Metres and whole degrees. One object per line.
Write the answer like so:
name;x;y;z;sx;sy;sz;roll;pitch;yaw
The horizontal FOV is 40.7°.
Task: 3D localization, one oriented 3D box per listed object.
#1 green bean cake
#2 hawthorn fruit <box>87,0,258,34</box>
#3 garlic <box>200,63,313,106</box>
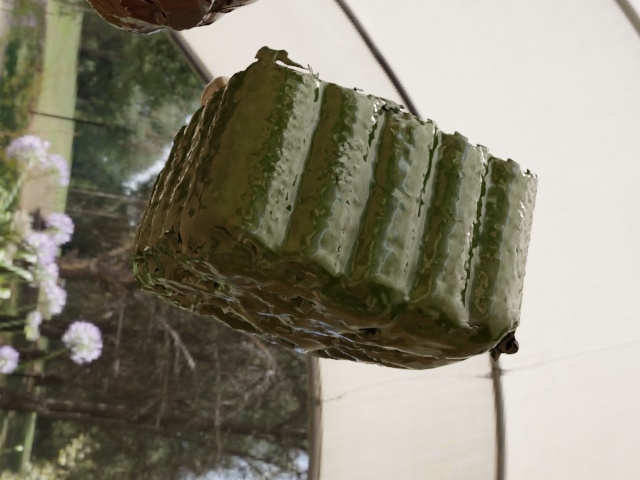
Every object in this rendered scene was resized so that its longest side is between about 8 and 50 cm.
green bean cake;0.000;0.000;0.645;0.250;0.247;0.156;-24;-131;63
hawthorn fruit;-0.192;-0.411;1.117;0.295;0.295;0.311;122;-33;-51
garlic;-0.086;-0.226;1.511;0.257;0.207;0.207;-45;-164;-8
